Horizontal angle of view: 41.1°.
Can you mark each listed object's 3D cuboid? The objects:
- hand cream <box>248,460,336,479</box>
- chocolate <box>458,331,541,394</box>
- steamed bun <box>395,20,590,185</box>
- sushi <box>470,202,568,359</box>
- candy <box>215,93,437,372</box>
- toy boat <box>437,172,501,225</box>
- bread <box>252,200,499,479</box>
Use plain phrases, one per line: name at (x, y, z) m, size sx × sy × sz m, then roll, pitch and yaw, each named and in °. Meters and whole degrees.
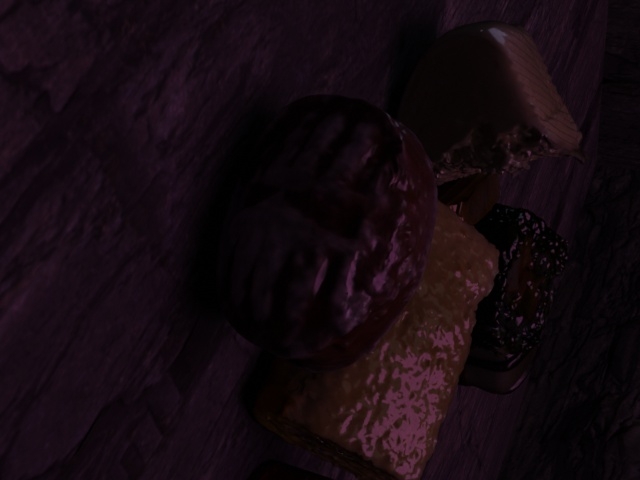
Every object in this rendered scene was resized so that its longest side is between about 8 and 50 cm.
hand cream at (-0.036, 0.398, 1.124) m, size 0.193 × 0.125 × 0.193 m, roll -37°, pitch 133°, yaw -54°
chocolate at (0.414, 0.228, 1.993) m, size 0.283 × 0.186 × 0.284 m, roll 12°, pitch 90°, yaw -67°
steamed bun at (0.234, -0.192, 1.340) m, size 0.290 × 0.272 × 0.274 m, roll -12°, pitch 78°, yaw -66°
sushi at (0.355, 0.084, 1.734) m, size 0.352 × 0.178 × 0.294 m, roll 30°, pitch 77°, yaw -54°
candy at (0.003, -0.011, 0.887) m, size 0.157 × 0.214 × 0.290 m, roll 30°, pitch 74°, yaw -60°
toy boat at (0.239, -0.076, 1.520) m, size 0.310 × 0.115 × 0.089 m, roll -38°, pitch 129°, yaw -57°
bread at (0.078, 0.110, 1.134) m, size 0.236 × 0.165 × 0.375 m, roll 35°, pitch 63°, yaw -17°
